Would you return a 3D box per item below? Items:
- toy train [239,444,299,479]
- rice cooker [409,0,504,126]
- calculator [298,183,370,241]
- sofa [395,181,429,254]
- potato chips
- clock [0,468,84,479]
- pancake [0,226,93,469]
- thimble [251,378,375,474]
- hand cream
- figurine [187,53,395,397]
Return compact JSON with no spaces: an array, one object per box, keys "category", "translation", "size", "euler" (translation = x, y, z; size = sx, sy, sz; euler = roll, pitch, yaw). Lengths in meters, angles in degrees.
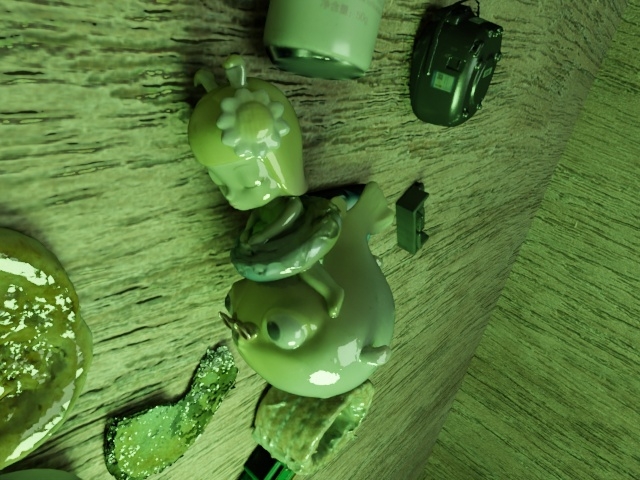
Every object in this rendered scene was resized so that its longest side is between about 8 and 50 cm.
[{"category":"toy train","translation":[-0.121,0.507,0.991],"size":[0.228,0.091,0.136],"euler":[-48,137,-18]},{"category":"rice cooker","translation":[0.222,-0.288,0.809],"size":[0.142,0.118,0.203],"euler":[-35,145,-36]},{"category":"calculator","translation":[0.000,0.000,0.783],"size":[0.293,0.051,0.173],"euler":[-18,128,-50]},{"category":"sofa","translation":[0.211,-0.045,1.051],"size":[0.085,0.060,0.147],"euler":[-46,146,-25]},{"category":"potato chips","translation":[-0.209,0.255,0.711],"size":[0.220,0.029,0.202],"euler":[-38,143,-29]},{"category":"clock","translation":[-0.339,0.360,0.511],"size":[0.230,0.083,0.230],"euler":[-21,124,-35]},{"category":"pancake","translation":[-0.322,0.118,0.405],"size":[0.282,0.049,0.282],"euler":[-35,138,-39]},{"category":"thimble","translation":[-0.006,0.330,0.955],"size":[0.229,0.148,0.196],"euler":[-14,126,-54]},{"category":"hand cream","translation":[0.030,-0.352,0.498],"size":[0.185,0.118,0.359],"euler":[-1,108,-52]},{"category":"figurine","translation":[-0.024,-0.020,0.566],"size":[0.274,0.226,0.394],"euler":[-40,120,-30]}]
